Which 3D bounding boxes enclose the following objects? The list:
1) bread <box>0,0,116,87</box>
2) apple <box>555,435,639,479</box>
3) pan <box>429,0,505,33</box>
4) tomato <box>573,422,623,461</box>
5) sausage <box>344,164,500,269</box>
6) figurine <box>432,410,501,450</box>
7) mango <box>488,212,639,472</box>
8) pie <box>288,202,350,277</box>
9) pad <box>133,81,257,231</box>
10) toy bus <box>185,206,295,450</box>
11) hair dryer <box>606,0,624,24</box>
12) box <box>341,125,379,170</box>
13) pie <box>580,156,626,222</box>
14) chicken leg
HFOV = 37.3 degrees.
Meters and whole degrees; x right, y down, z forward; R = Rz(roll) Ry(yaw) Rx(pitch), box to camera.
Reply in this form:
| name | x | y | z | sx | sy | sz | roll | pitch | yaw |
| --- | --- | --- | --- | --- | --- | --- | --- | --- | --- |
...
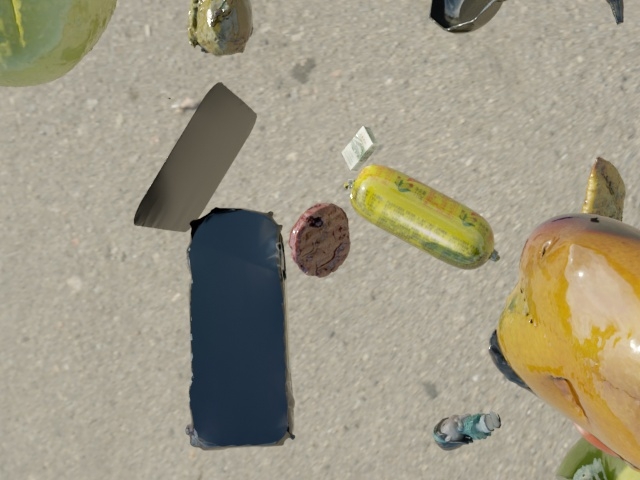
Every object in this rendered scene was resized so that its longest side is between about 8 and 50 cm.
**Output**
| name | x | y | z | sx | sy | sz | roll | pitch | yaw |
| --- | --- | --- | --- | --- | --- | --- | --- | --- | --- |
| bread | -0.409 | -0.361 | 1.232 | 0.321 | 0.237 | 0.320 | 1 | 123 | 1 |
| apple | 0.548 | 0.417 | 1.399 | 0.360 | 0.320 | 0.311 | 33 | 123 | -9 |
| pan | 0.246 | -0.349 | 1.423 | 0.128 | 0.048 | 0.202 | -50 | 39 | 14 |
| tomato | 0.373 | 0.171 | 1.139 | 0.187 | 0.187 | 0.151 | 33 | 146 | 16 |
| sausage | 0.208 | -0.046 | 1.908 | 0.347 | 0.123 | 0.123 | 28 | 115 | 3 |
| figurine | 0.205 | 0.262 | 1.328 | 0.106 | 0.060 | 0.047 | -27 | 98 | 44 |
| mango | 0.254 | 0.085 | 0.771 | 0.287 | 0.153 | 0.201 | 38 | 166 | 51 |
| pie | 0.000 | 0.000 | 1.809 | 0.038 | 0.154 | 0.153 | 26 | 115 | 43 |
| pad | -0.230 | -0.107 | 1.518 | 0.063 | 0.375 | 0.315 | 31 | 91 | 6 |
| toy bus | -0.132 | 0.145 | 1.555 | 0.171 | 0.162 | 0.386 | -3 | 77 | -1 |
| hair dryer | 0.450 | -0.445 | 1.492 | 0.050 | 0.173 | 0.194 | -13 | 70 | 22 |
| box | 0.084 | -0.193 | 2.004 | 0.083 | 0.024 | 0.054 | -49 | 48 | 34 |
| pie | 0.338 | -0.017 | 1.162 | 0.034 | 0.092 | 0.169 | 29 | 110 | 46 |
| chicken leg | -0.226 | -0.527 | 1.991 | 0.211 | 0.140 | 0.361 | 104 | 152 | -56 |
